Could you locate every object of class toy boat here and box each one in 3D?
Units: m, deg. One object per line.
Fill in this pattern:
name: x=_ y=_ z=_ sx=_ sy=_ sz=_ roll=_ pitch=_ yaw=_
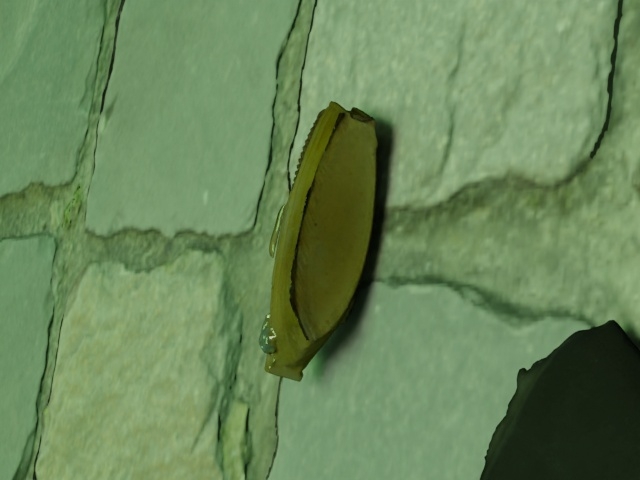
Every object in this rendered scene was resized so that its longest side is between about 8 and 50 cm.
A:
toy boat: x=0.000 y=0.000 z=0.907 sx=0.049 sy=0.047 sz=0.149 roll=174 pitch=109 yaw=-70

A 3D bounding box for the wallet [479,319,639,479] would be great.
wallet: x=0.132 y=0.192 z=0.610 sx=0.197 sy=0.051 sz=0.377 roll=-64 pitch=27 yaw=18
